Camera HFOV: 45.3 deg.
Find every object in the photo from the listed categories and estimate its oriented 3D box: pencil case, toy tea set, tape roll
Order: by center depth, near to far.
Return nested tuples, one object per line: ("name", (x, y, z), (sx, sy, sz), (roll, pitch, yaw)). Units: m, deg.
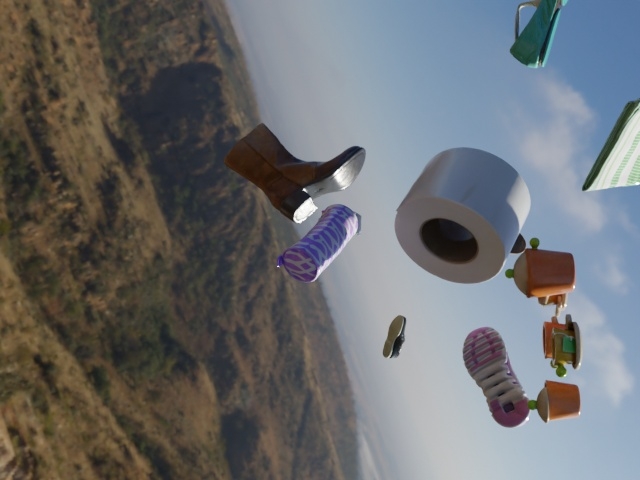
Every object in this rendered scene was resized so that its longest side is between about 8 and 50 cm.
("toy tea set", (0.412, 0.168, 1.436), (0.200, 0.124, 0.336), (73, 19, -56))
("pencil case", (0.000, 0.000, 1.529), (0.206, 0.088, 0.086), (-48, 153, -51))
("tape roll", (0.299, -0.051, 1.615), (0.169, 0.246, 0.246), (-54, 137, -35))

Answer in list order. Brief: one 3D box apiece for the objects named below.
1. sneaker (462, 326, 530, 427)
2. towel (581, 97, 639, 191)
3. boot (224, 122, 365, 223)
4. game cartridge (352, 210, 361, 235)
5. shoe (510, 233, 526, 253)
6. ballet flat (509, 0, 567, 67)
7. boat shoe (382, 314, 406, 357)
("sneaker", (0.375, 0.295, 1.611), (0.104, 0.095, 0.236), (44, 22, -50))
("towel", (0.787, -0.234, 1.887), (0.038, 0.325, 0.248), (41, -56, 34))
("boot", (-0.061, -0.201, 1.901), (0.280, 0.264, 0.096), (42, -7, 30))
("game cartridge", (0.060, -0.045, 1.783), (0.017, 0.083, 0.056), (-11, -110, 54))
("shoe", (0.504, -0.024, 2.253), (0.219, 0.076, 0.058), (25, 4, -9))
("ballet flat", (0.414, -0.442, 1.412), (0.247, 0.087, 0.083), (-68, 164, 1))
("boat shoe", (0.214, 0.270, 2.151), (0.049, 0.042, 0.133), (41, -61, 56))
